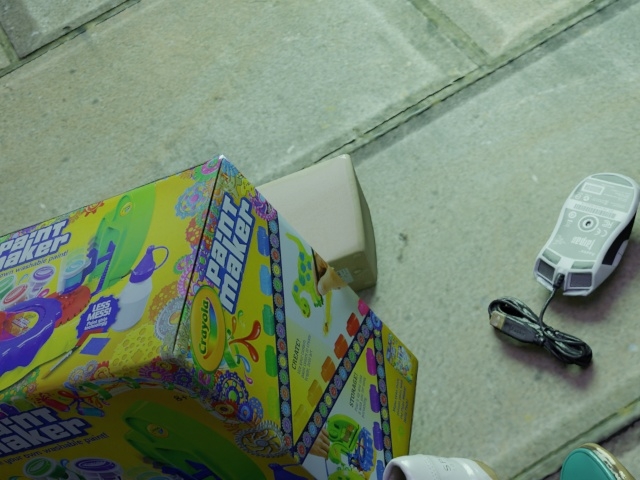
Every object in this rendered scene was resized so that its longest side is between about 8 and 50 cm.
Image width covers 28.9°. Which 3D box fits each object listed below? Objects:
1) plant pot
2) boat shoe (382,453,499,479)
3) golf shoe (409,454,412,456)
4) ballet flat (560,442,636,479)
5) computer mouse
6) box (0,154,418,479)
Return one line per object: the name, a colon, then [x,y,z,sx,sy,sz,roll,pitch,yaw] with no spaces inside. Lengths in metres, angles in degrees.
plant pot: [0.000,0.000,1.191,0.109,0.109,0.096,-20,59,3]
boat shoe: [0.062,0.287,0.862,0.098,0.096,0.277,-22,59,54]
golf shoe: [0.069,0.210,1.000,0.086,0.067,0.186,-39,49,-13]
ballet flat: [0.242,0.254,0.904,0.080,0.073,0.232,-53,37,35]
computer mouse: [0.235,0.022,1.123,0.106,0.042,0.193,19,65,38]
box: [-0.123,0.119,0.958,0.290,0.279,0.177,-17,44,30]
